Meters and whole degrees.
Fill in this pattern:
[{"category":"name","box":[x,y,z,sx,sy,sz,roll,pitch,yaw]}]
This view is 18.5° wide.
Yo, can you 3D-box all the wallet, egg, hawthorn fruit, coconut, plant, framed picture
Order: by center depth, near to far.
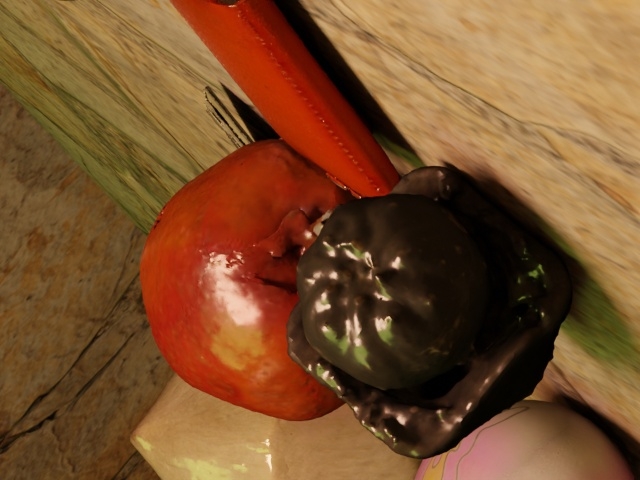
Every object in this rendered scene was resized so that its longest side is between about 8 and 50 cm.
[{"category":"plant","box":[0.076,0.049,1.272,0.142,0.164,0.256,43,-171,26]},{"category":"wallet","box":[-0.032,-0.119,1.305,0.142,0.045,0.204,38,171,49]},{"category":"hawthorn fruit","box":[-0.022,0.017,1.451,0.211,0.211,0.299,42,158,4]},{"category":"egg","box":[0.167,0.227,1.635,0.196,0.196,0.271,41,177,15]},{"category":"framed picture","box":[0.000,0.000,1.710,0.274,0.017,0.217,51,179,25]},{"category":"coconut","box":[-0.039,0.200,2.019,0.329,0.329,0.329,42,173,7]}]

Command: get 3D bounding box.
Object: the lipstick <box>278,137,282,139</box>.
[{"category":"lipstick","box":[0.044,0.003,1.609,0.234,0.053,0.053,48,172,-12]}]
